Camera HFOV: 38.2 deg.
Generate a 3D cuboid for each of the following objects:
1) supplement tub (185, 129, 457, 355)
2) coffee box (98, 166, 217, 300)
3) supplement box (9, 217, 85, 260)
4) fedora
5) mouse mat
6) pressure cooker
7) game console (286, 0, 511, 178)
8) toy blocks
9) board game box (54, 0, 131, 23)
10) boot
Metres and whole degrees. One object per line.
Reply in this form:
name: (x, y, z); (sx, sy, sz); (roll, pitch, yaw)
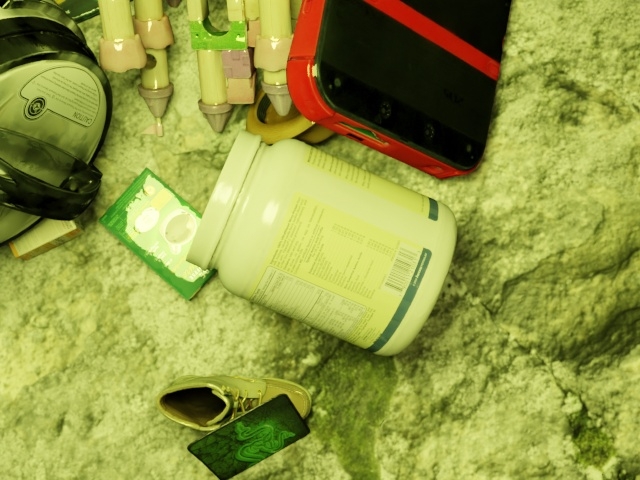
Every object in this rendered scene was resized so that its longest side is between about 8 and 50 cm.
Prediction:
supplement tub: (0.000, 0.000, 1.287); (0.324, 0.235, 0.235); (23, 85, -6)
coffee box: (-0.228, -0.008, 1.390); (0.184, 0.040, 0.113); (40, 84, 2)
supplement box: (-0.406, -0.008, 1.373); (0.098, 0.062, 0.036); (-27, 86, -3)
fedora: (-0.020, -0.198, 1.379); (0.194, 0.194, 0.079); (-49, 128, -5)
mouse mat: (-0.096, 0.281, 1.305); (0.152, 0.190, 0.007); (-29, 61, -4)
pressure cooker: (-0.481, -0.176, 1.205); (0.420, 0.375, 0.370); (42, 48, 17)
game console: (0.126, -0.290, 1.313); (0.386, 0.060, 0.342); (18, 78, -42)
toy blocks: (-0.139, -0.283, 1.357); (0.288, 0.309, 0.260); (1, 118, 9)
board game box: (-0.376, -0.402, 1.426); (0.186, 0.026, 0.126); (-23, 87, -4)
boot: (-0.119, 0.232, 1.310); (0.213, 0.165, 0.077); (6, 84, 0)
